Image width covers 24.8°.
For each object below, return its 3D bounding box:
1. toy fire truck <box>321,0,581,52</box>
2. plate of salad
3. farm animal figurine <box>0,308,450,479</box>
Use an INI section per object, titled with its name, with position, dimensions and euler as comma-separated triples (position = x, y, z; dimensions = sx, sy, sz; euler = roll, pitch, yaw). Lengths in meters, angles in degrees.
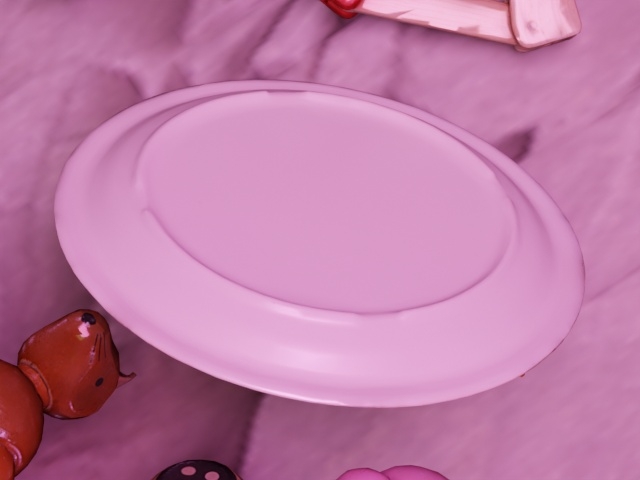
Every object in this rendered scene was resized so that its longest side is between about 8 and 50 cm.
[toy fire truck]
position = 0.091, -0.129, 0.601
dimensions = 0.192, 0.047, 0.135
euler = 27, 91, 1
[plate of salad]
position = 0.000, 0.000, 0.550
dimensions = 0.199, 0.200, 0.048
euler = 12, 127, 2
[farm animal figurine]
position = -0.038, 0.182, 0.543
dimensions = 0.330, 0.172, 0.327
euler = 27, 109, 15
